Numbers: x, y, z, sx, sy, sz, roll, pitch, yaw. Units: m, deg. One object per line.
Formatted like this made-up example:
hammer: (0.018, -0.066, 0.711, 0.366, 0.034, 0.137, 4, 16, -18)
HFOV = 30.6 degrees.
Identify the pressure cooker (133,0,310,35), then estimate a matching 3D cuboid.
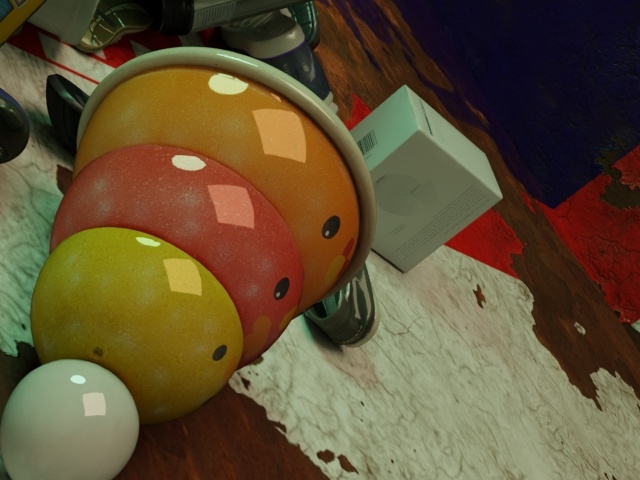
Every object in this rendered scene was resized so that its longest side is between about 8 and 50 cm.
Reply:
pressure cooker: (-0.103, -0.528, 1.799, 0.370, 0.420, 0.376, -129, -155, -56)

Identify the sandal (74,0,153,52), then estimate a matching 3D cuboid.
sandal: (-0.309, -0.306, 1.686, 0.072, 0.049, 0.180, 44, 37, -2)

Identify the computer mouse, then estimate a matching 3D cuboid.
computer mouse: (-0.240, -0.090, 1.441, 0.184, 0.060, 0.262, 51, 8, 37)

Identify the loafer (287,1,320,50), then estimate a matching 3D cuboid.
loafer: (-0.070, -0.490, 2.353, 0.095, 0.109, 0.303, 22, 33, -58)

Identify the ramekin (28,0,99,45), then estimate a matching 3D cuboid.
ramekin: (-0.334, -0.396, 1.500, 0.127, 0.273, 0.273, 16, 34, -18)

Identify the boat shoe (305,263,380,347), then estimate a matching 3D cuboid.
boat shoe: (0.000, 0.000, 1.707, 0.095, 0.112, 0.335, 32, 32, -49)

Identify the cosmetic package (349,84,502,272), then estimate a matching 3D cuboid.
cosmetic package: (0.144, -0.100, 1.986, 0.224, 0.224, 0.138, 36, 26, -32)

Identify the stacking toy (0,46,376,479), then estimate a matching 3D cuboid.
stacking toy: (-0.167, 0.066, 1.149, 0.350, 0.350, 0.480, 44, 42, -17)

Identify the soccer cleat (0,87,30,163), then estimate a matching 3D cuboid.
soccer cleat: (-0.433, -0.175, 1.216, 0.289, 0.093, 0.121, 37, -5, -21)

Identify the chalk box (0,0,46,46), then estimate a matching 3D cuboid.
chalk box: (-0.364, -0.335, 1.291, 0.179, 0.289, 0.180, 43, 23, -19)

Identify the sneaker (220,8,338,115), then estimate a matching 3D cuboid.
sneaker: (-0.066, -0.281, 2.051, 0.236, 0.130, 0.323, 68, -7, -25)
